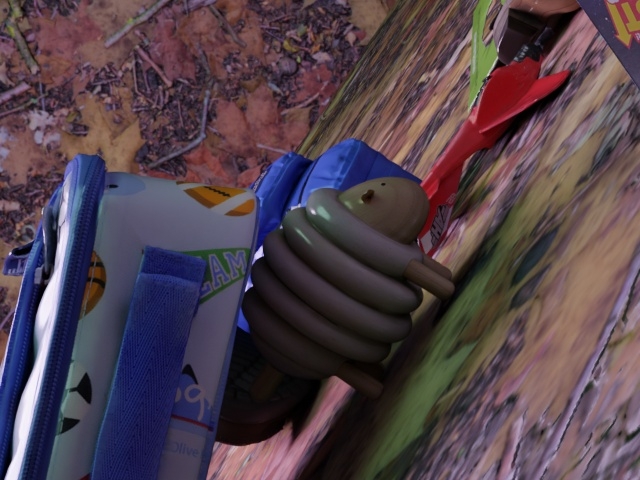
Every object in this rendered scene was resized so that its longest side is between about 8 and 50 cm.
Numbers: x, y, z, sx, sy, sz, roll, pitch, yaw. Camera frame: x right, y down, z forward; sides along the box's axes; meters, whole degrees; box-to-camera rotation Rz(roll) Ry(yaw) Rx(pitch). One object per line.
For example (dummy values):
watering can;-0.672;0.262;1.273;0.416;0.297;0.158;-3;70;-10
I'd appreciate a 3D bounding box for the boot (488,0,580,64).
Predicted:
boot;0.136;-0.154;1.057;0.118;0.042;0.087;-53;4;32

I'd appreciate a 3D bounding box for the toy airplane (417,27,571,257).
toy airplane;0.084;-0.054;0.985;0.151;0.028;0.151;-55;6;8

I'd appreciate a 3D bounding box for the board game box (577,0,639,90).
board game box;0.111;-0.133;0.518;0.060;0.194;0.194;-38;18;-29

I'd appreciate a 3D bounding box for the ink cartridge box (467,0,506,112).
ink cartridge box;0.115;-0.243;1.212;0.189;0.097;0.255;-80;14;-60

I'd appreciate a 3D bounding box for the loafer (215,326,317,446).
loafer;-0.048;0.093;1.123;0.220;0.080;0.078;-55;-10;-79

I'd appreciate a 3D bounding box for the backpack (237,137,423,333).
backpack;0.000;0.000;1.051;0.120;0.101;0.098;-44;18;42

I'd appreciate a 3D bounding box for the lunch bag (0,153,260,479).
lunch bag;-0.111;0.110;0.853;0.243;0.115;0.303;129;152;-70

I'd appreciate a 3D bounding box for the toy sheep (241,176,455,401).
toy sheep;0.008;0.025;0.865;0.132;0.091;0.091;-56;5;8
